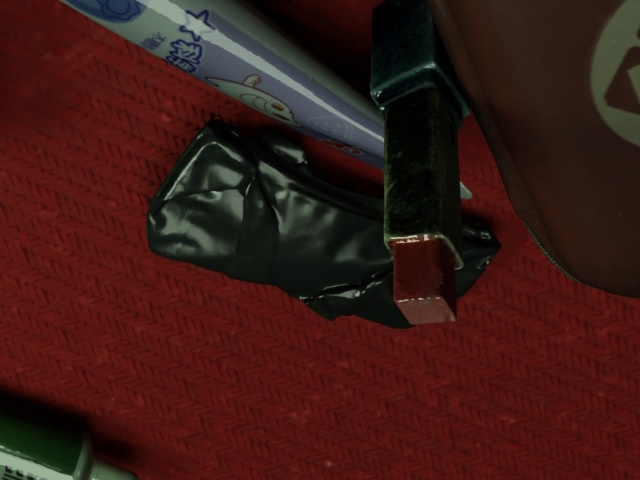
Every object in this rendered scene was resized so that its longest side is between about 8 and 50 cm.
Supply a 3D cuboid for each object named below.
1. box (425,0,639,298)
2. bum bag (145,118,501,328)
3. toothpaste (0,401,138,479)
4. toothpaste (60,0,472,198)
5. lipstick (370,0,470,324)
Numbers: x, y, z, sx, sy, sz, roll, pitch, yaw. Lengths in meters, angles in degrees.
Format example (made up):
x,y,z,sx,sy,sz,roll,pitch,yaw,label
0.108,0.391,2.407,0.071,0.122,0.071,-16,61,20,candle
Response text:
x,y,z,sx,sy,sz,roll,pitch,yaw,label
0.210,-0.139,1.194,0.263,0.108,0.404,-27,125,3,box
0.000,0.000,1.368,0.248,0.060,0.123,22,125,-16,bum bag
-0.324,0.131,1.480,0.392,0.061,0.099,20,129,-12,toothpaste
-0.061,-0.133,1.247,0.371,0.125,0.080,32,84,-21,toothpaste
0.060,-0.050,1.165,0.051,0.312,0.051,-23,124,20,lipstick
